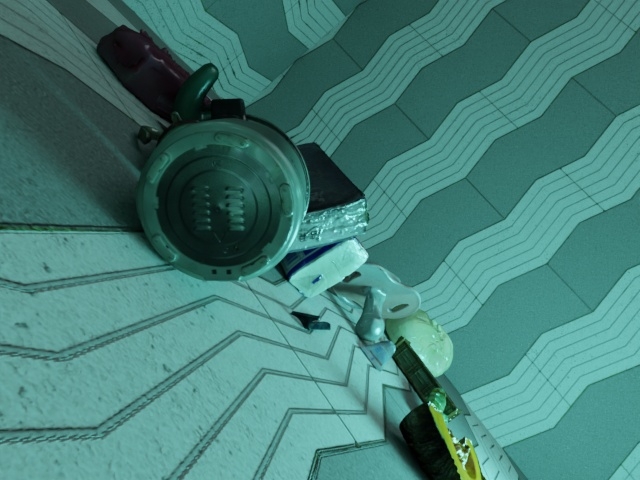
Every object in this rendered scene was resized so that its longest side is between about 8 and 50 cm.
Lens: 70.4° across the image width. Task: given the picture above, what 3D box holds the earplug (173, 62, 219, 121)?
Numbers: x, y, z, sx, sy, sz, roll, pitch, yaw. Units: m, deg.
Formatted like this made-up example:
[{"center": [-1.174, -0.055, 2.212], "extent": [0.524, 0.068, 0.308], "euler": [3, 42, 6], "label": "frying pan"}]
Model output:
[{"center": [-0.301, -0.340, 1.258], "extent": [0.280, 0.164, 0.257], "euler": [-85, 159, -69], "label": "earplug"}]

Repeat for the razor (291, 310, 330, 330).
[{"center": [-0.010, 0.192, 1.033], "extent": [0.066, 0.033, 0.190], "euler": [8, -13, 19], "label": "razor"}]

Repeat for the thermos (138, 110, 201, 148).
[{"center": [-0.273, -0.182, 0.914], "extent": [0.176, 0.146, 0.265], "euler": [18, 13, -27], "label": "thermos"}]

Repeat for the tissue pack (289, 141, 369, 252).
[{"center": [-0.079, -0.122, 1.194], "extent": [0.394, 0.288, 0.124], "euler": [-120, -160, -54], "label": "tissue pack"}]

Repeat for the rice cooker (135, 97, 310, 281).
[{"center": [-0.137, -0.070, 0.691], "extent": [0.227, 0.241, 0.280], "euler": [-91, 178, -73], "label": "rice cooker"}]

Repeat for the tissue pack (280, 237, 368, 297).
[{"center": [-0.019, 0.010, 1.263], "extent": [0.137, 0.209, 0.269], "euler": [57, -1, -39], "label": "tissue pack"}]

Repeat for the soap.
[{"center": [-0.444, -0.446, 1.248], "extent": [0.220, 0.127, 0.325], "euler": [51, 7, 10], "label": "soap"}]

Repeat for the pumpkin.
[{"center": [0.261, 0.484, 0.971], "extent": [0.278, 0.111, 0.163], "euler": [48, 22, -35], "label": "pumpkin"}]

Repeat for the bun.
[{"center": [0.453, 0.441, 2.059], "extent": [0.361, 0.213, 0.361], "euler": [50, 8, -10], "label": "bun"}]

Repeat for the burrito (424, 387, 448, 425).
[{"center": [0.366, 0.540, 1.423], "extent": [0.104, 0.054, 0.288], "euler": [68, 17, 12], "label": "burrito"}]

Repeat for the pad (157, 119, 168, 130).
[{"center": [-0.360, -0.248, 1.233], "extent": [0.113, 0.006, 0.188], "euler": [53, 6, 28], "label": "pad"}]

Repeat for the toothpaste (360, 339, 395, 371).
[{"center": [0.187, 0.351, 1.419], "extent": [0.089, 0.057, 0.234], "euler": [50, 12, 17], "label": "toothpaste"}]

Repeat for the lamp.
[{"center": [0.370, 0.503, 1.646], "extent": [0.325, 0.089, 0.090], "euler": [54, 8, 36], "label": "lamp"}]

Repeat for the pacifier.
[{"center": [0.178, 0.190, 1.516], "extent": [0.332, 0.220, 0.273], "euler": [33, 12, -21], "label": "pacifier"}]
